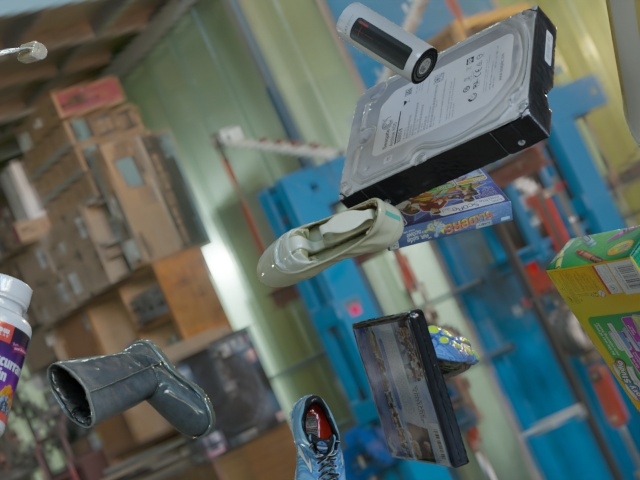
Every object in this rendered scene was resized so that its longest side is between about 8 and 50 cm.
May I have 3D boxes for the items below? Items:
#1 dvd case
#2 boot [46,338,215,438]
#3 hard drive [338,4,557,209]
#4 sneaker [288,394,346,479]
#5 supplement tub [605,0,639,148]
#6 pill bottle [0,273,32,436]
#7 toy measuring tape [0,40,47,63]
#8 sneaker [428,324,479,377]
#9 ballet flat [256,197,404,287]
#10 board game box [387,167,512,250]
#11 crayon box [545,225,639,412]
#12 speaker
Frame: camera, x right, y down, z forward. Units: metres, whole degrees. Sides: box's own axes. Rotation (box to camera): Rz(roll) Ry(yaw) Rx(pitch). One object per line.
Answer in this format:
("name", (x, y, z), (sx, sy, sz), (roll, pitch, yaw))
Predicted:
("dvd case", (0.102, 0.176, 1.554), (0.022, 0.180, 0.253), (-16, -3, -14))
("boot", (-0.258, 0.220, 1.801), (0.076, 0.189, 0.208), (-51, -13, 16))
("hard drive", (0.183, -0.186, 1.906), (0.339, 0.064, 0.237), (-24, 38, 36))
("sneaker", (-0.002, 0.258, 1.547), (0.063, 0.162, 0.073), (-11, -19, -12))
("supplement tub", (0.391, -0.198, 1.206), (0.241, 0.241, 0.331), (-24, -45, 0))
("pill bottle", (-0.423, 0.142, 1.627), (0.108, 0.193, 0.108), (9, -24, 4))
("toy measuring tape", (-0.449, -0.144, 1.495), (0.330, 0.121, 0.121), (-22, -5, -41))
("sneaker", (0.178, 0.175, 1.928), (0.078, 0.067, 0.188), (-42, -24, 11))
("ballet flat", (0.000, 0.000, 1.908), (0.248, 0.086, 0.086), (-23, -4, 20))
("board game box", (0.183, -0.051, 2.041), (0.201, 0.035, 0.136), (-14, 28, -6))
("crayon box", (0.461, 0.116, 1.831), (0.081, 0.278, 0.165), (-45, 17, -31))
("speaker", (0.086, -0.261, 1.718), (0.055, 0.136, 0.055), (-39, -29, -27))
